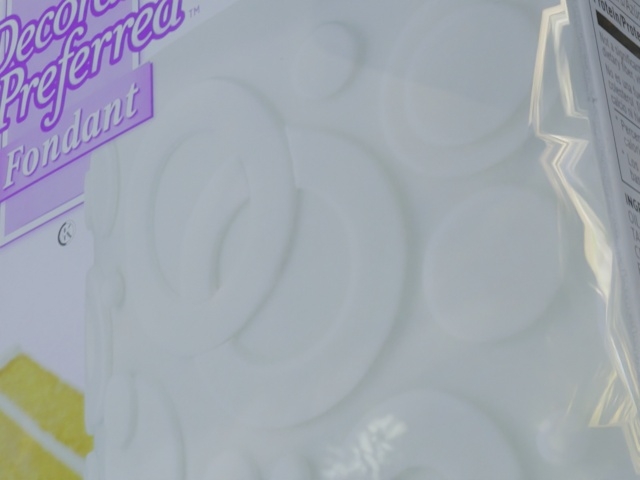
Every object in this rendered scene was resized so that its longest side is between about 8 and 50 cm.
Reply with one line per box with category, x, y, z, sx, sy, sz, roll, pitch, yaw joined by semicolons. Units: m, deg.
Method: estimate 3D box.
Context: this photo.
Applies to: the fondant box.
fondant box;0.000;0.000;0.460;0.096;0.238;0.330;27;49;-44
